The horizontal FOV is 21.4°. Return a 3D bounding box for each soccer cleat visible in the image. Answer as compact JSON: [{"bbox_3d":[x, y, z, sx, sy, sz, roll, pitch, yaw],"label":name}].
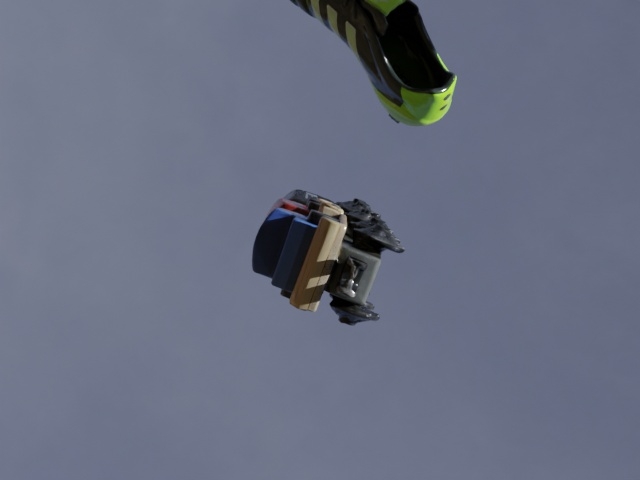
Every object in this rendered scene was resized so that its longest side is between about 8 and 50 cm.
[{"bbox_3d":[0.026,-0.152,1.077,0.179,0.060,0.072,51,-20,5],"label":"soccer cleat"}]

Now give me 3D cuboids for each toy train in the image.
[{"bbox_3d":[0.000,0.000,0.482,0.036,0.158,0.027,21,-86,-3],"label":"toy train"}]
